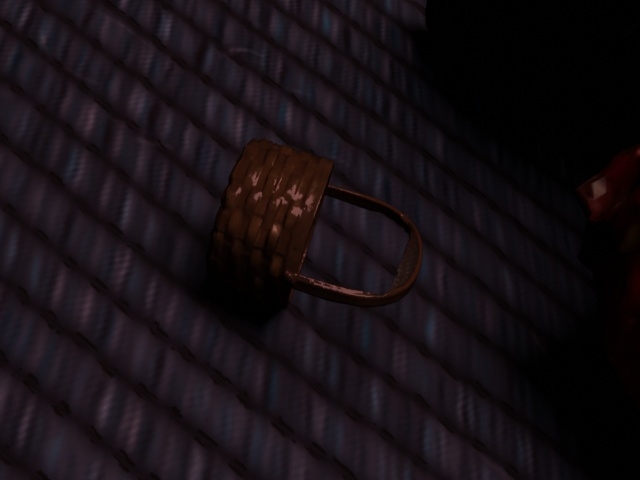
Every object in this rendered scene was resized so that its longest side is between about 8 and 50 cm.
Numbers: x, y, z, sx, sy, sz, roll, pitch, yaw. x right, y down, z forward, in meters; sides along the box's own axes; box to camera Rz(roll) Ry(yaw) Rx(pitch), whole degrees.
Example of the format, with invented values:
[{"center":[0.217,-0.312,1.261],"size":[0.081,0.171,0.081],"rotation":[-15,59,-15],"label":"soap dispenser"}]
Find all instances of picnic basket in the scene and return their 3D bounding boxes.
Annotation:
[{"center":[0.000,0.000,0.617],"size":[0.083,0.072,0.072],"rotation":[17,37,1],"label":"picnic basket"}]

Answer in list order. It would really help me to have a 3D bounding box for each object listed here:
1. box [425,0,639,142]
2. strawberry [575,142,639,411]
[{"center":[0.226,-0.115,0.751],"size":[0.290,0.289,0.073],"rotation":[21,67,-15],"label":"box"},{"center":[0.259,0.035,0.628],"size":[0.250,0.238,0.288],"rotation":[-25,75,-39],"label":"strawberry"}]
